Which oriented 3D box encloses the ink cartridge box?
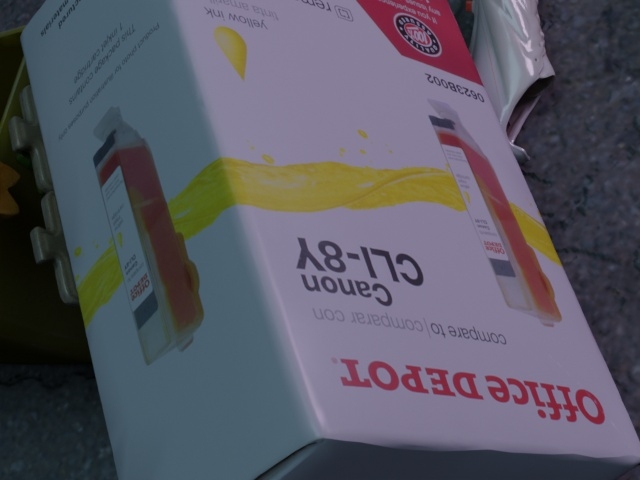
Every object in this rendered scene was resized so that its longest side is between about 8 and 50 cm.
[{"bbox_3d":[0.000,0.000,0.872,0.160,0.279,0.385,-41,54,35],"label":"ink cartridge box"}]

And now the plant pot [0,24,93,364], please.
[{"bbox_3d":[-0.235,-0.007,1.034,0.212,0.187,0.212,-5,63,41],"label":"plant pot"}]

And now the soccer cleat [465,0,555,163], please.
[{"bbox_3d":[0.141,-0.145,1.030,0.076,0.068,0.196,10,78,22],"label":"soccer cleat"}]

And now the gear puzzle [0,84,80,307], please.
[{"bbox_3d":[-0.136,-0.013,0.939,0.044,0.339,0.175,-33,63,36],"label":"gear puzzle"}]
